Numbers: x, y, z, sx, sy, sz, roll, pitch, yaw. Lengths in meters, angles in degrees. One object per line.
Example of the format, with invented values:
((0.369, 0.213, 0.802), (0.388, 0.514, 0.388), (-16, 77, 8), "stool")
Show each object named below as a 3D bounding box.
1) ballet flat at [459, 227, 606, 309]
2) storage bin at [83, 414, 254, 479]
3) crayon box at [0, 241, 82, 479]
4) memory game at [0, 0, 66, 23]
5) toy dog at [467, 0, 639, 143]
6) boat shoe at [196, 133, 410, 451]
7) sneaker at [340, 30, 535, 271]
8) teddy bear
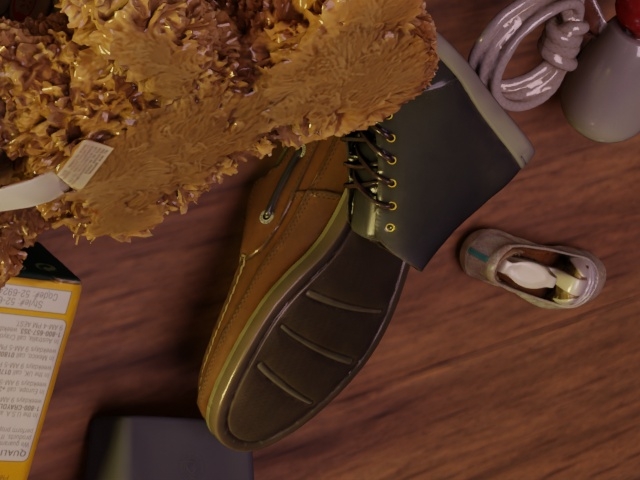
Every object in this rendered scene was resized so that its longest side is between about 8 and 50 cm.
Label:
((0.183, 0.031, 1.219), (0.168, 0.052, 0.057), (11, 103, -37), "ballet flat")
((-0.110, 0.172, 1.072), (0.135, 0.098, 0.091), (8, 78, -35), "storage bin")
((-0.294, 0.149, 0.936), (0.203, 0.083, 0.323), (9, 104, -36), "crayon box")
((-0.141, -0.200, 0.823), (0.012, 0.186, 0.186), (17, 100, -47), "memory game")
((0.214, -0.250, 1.085), (0.220, 0.161, 0.334), (11, 119, -39), "toy dog")
((0.000, 0.000, 1.057), (0.110, 0.104, 0.307), (35, 87, -47), "boat shoe")
((0.038, -0.069, 0.927), (0.118, 0.083, 0.222), (-52, 128, -3), "sneaker")
((-0.111, -0.076, 0.768), (0.338, 0.113, 0.245), (-31, 149, 11), "teddy bear")
